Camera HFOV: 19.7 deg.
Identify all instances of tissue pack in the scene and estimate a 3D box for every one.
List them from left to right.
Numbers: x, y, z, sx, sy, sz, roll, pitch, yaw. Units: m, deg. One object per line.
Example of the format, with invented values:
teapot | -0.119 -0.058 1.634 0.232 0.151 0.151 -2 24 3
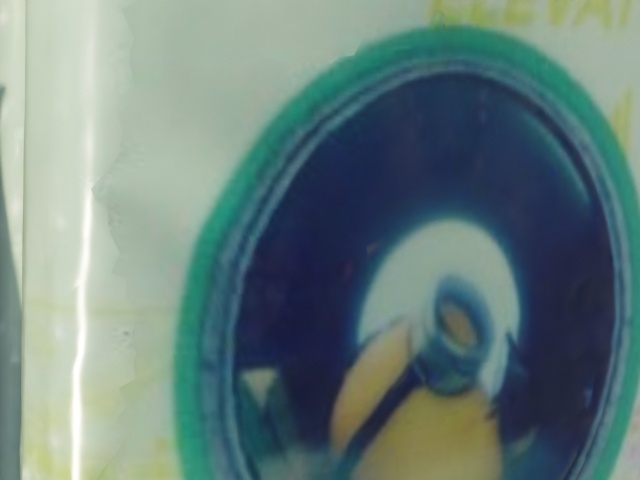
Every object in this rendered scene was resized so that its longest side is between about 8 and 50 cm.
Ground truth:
tissue pack | 0.000 0.000 0.628 0.287 0.162 0.388 -4 99 -40
